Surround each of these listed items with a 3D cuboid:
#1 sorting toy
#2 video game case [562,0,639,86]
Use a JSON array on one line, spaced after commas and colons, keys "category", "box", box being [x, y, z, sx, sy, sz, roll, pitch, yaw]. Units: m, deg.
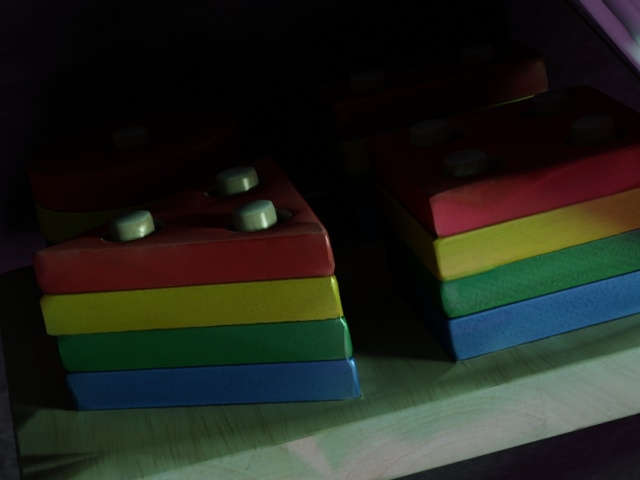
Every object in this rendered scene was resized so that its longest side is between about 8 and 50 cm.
[{"category": "sorting toy", "box": [0.000, 0.000, 0.735, 0.255, 0.257, 0.089, -14, 108, -8]}, {"category": "video game case", "box": [0.062, -0.113, 0.614, 0.025, 0.204, 0.285, -41, 137, 9]}]
